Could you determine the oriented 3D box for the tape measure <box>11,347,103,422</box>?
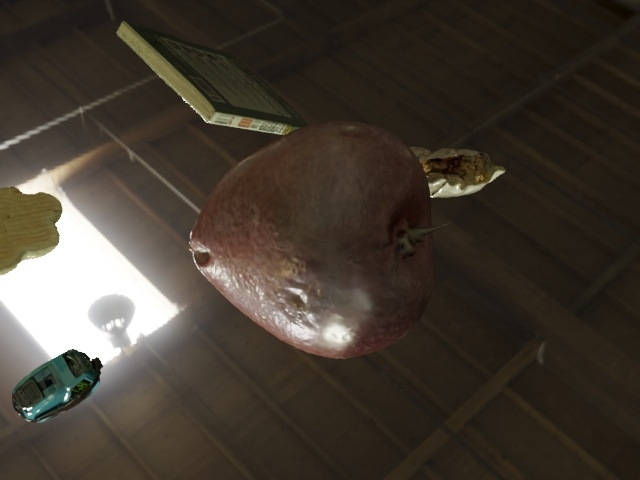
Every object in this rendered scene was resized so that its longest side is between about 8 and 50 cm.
[{"bbox_3d":[-0.410,0.230,1.268,0.146,0.125,0.081,-33,-102,-9],"label":"tape measure"}]

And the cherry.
[{"bbox_3d":[0.000,0.000,0.901,0.308,0.261,0.221,-4,-171,19],"label":"cherry"}]

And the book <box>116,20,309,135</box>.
[{"bbox_3d":[-0.143,-0.226,1.161,0.202,0.027,0.264,43,-160,19],"label":"book"}]

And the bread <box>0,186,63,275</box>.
[{"bbox_3d":[-0.501,-0.012,1.146,0.251,0.039,0.181,2,-135,-16],"label":"bread"}]

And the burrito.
[{"bbox_3d":[0.123,-0.111,1.280,0.117,0.076,0.392,-3,-173,-30],"label":"burrito"}]
